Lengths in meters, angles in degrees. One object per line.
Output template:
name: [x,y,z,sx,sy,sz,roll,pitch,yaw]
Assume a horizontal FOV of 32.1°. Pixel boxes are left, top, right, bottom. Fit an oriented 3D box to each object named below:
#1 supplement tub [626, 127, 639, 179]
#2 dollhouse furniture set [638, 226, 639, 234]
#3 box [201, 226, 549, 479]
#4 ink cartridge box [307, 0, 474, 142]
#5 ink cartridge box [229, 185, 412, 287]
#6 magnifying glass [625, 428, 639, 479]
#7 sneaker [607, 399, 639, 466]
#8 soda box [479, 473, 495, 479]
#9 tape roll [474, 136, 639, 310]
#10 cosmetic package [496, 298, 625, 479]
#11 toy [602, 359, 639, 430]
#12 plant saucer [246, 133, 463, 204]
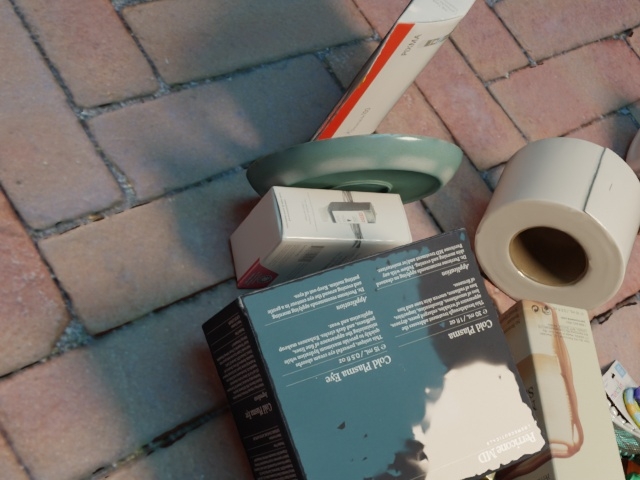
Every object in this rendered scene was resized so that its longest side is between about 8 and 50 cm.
supplement tub: [0.770,-0.129,2.155,0.316,0.193,0.193,33,49,-7]
dollhouse furniture set: [0.693,-0.002,2.029,0.129,0.183,0.129,11,55,-25]
box: [0.067,0.190,1.453,0.343,0.179,0.312,-16,80,-25]
ink cartridge box: [0.104,-0.253,1.759,0.091,0.308,0.385,35,49,-4]
ink cartridge box: [0.000,0.000,1.625,0.218,0.158,0.092,4,61,-30]
magnifying glass: [0.496,0.392,1.752,0.092,0.026,0.231,28,47,-12]
sneaker: [0.461,0.318,1.752,0.076,0.065,0.166,-39,65,-21]
soda box: [0.173,0.283,1.609,0.181,0.058,0.061,37,48,-3]
tape roll: [0.392,-0.024,1.823,0.246,0.246,0.169,36,48,-6]
cosmetic package: [0.337,0.255,1.665,0.129,0.153,0.296,10,54,-24]
toy: [0.559,0.295,1.811,0.237,0.056,0.137,55,27,8]
plant saucer: [0.051,-0.089,1.626,0.318,0.317,0.043,3,76,-30]
